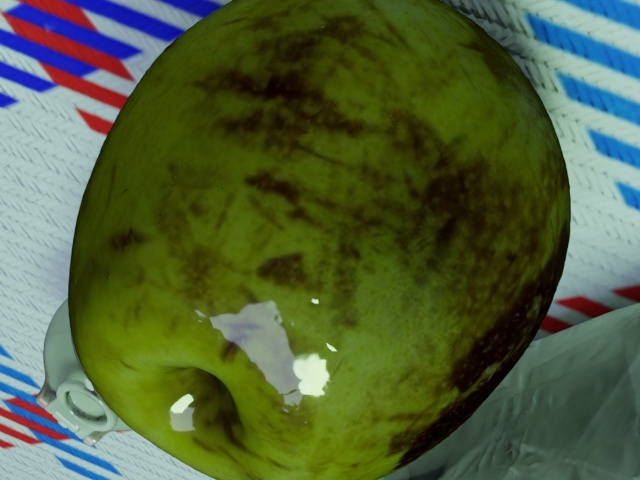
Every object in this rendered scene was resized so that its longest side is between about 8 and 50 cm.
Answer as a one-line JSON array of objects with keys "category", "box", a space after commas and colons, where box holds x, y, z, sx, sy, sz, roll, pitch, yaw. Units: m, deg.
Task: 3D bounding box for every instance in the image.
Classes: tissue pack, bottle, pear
[{"category": "tissue pack", "box": [0.237, 0.229, 0.811, 0.356, 0.193, 0.266, 44, 135, -20]}, {"category": "bottle", "box": [-0.122, 0.066, 0.871, 0.147, 0.147, 0.236, 39, 141, -13]}, {"category": "pear", "box": [0.000, 0.000, 0.653, 0.284, 0.283, 0.283, 14, 136, 14]}]
